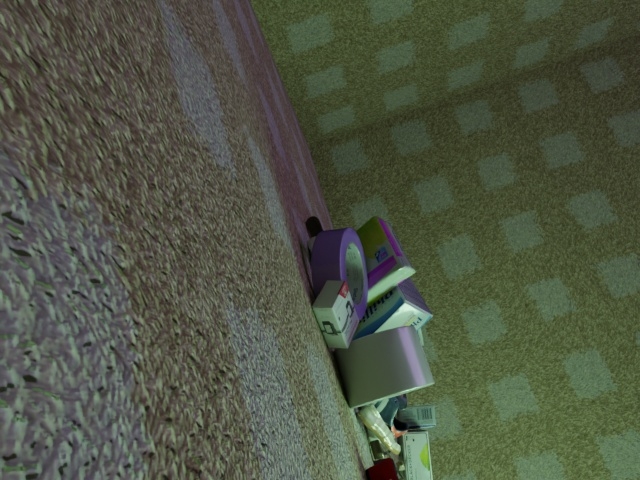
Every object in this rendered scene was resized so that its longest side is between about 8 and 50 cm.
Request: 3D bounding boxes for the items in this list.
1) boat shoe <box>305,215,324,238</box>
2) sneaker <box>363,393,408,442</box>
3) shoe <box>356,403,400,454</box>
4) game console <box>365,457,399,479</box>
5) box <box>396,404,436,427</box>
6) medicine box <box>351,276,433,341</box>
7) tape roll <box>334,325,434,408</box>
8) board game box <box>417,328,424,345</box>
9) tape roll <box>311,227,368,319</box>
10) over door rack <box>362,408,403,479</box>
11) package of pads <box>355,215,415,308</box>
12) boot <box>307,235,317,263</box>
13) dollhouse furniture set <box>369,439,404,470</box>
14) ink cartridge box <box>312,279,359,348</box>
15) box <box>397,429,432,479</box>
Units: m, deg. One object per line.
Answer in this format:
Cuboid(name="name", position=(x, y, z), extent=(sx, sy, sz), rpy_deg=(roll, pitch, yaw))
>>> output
Cuboid(name="boat shoe", position=(-0.001, 0.000, 2.047), extent=(0.060, 0.064, 0.178), rpy_deg=(54, 16, -71))
Cuboid(name="sneaker", position=(0.194, 0.476, 1.820), extent=(0.131, 0.148, 0.350), rpy_deg=(-75, 150, -72))
Cuboid(name="shoe", position=(0.189, 0.570, 1.711), extent=(0.219, 0.058, 0.076), rpy_deg=(52, -10, -29))
Cuboid(name="game console", position=(0.170, 0.642, 1.427), extent=(0.085, 0.124, 0.144), rpy_deg=(34, 28, -37))
Cuboid(name="box", position=(0.338, 0.629, 2.022), extent=(0.137, 0.126, 0.072), rpy_deg=(79, 8, -68))
Cuboid(name="medicine box", position=(0.202, 0.231, 1.968), extent=(0.149, 0.263, 0.289), rpy_deg=(31, 21, -30))
Cuboid(name="tape roll", position=(0.175, 0.355, 1.597), extent=(0.246, 0.246, 0.169), rpy_deg=(60, 12, -72))
Cuboid(name="board game box", position=(0.296, 0.421, 2.537), extent=(0.308, 0.302, 0.086), rpy_deg=(68, 6, -56))
Cuboid(name="tape roll", position=(0.062, 0.102, 1.688), extent=(0.275, 0.090, 0.275), rpy_deg=(-6, 90, -71))
Cuboid(name="over door rack", position=(0.233, 0.659, 2.025), extent=(0.239, 0.108, 0.324), rpy_deg=(-73, 145, -82))
Cuboid(name="package of pads", position=(0.140, 0.087, 1.884), extent=(0.101, 0.296, 0.229), rpy_deg=(19, 39, -47))
Cuboid(name="boot", position=(0.009, 0.067, 1.826), extent=(0.190, 0.069, 0.086), rpy_deg=(-103, 168, -57))
Cuboid(name="dollhouse furniture set", position=(0.201, 0.682, 1.771), extent=(0.114, 0.091, 0.081), rpy_deg=(-108, -167, -53))
Cuboid(name="ink cartridge box", position=(0.044, 0.197, 1.512), extent=(0.109, 0.063, 0.150), rpy_deg=(-60, 139, -46))
Cuboid(name="box", position=(0.324, 0.750, 1.988), extent=(0.290, 0.087, 0.169), rpy_deg=(78, 9, -71))
